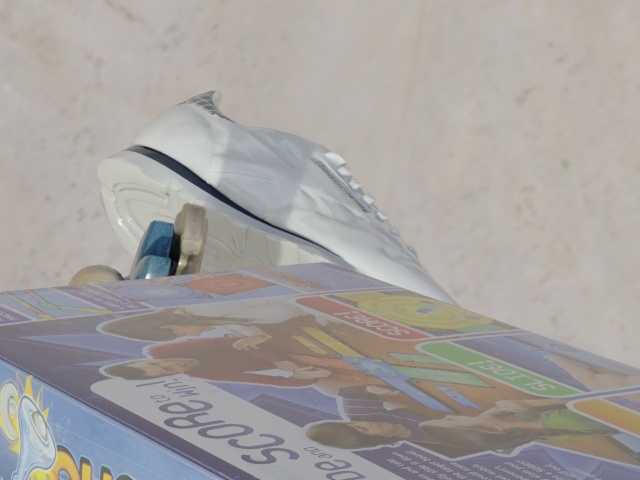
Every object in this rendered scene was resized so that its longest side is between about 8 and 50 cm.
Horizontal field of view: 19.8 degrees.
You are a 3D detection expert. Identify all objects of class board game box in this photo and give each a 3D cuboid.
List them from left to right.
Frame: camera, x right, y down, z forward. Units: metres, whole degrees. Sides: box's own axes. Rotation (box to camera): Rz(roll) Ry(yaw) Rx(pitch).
[{"bbox_3d":[0.003,0.044,0.416,0.136,0.201,0.035,-4,103,-34],"label":"board game box"}]

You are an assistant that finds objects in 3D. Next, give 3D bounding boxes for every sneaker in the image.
[{"bbox_3d":[0.000,0.000,0.936,0.235,0.090,0.095,34,51,17],"label":"sneaker"}]

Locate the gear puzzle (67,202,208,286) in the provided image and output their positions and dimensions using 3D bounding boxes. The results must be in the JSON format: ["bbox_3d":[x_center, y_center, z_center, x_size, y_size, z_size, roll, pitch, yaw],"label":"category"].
[{"bbox_3d":[-0.102,0.152,0.686,0.044,0.339,0.175,12,35,-8],"label":"gear puzzle"}]
